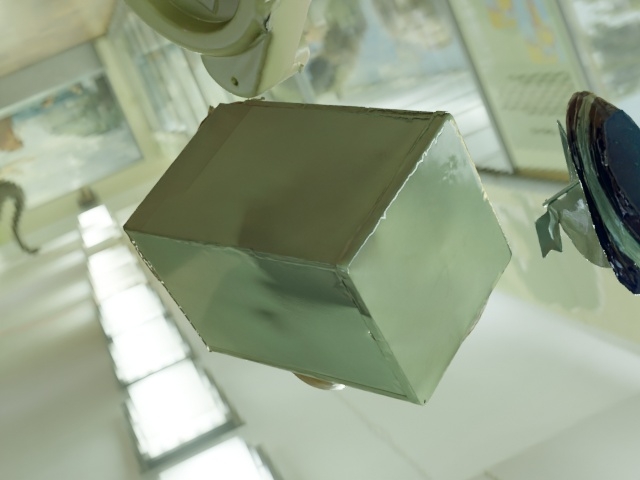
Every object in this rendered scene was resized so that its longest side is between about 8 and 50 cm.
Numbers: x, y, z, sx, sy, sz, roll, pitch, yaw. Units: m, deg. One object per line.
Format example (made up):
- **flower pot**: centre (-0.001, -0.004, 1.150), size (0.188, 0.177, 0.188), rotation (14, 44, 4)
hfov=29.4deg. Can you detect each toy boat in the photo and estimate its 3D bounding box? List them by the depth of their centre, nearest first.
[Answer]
- **toy boat**: centre (0.288, -0.061, 1.331), size (0.070, 0.210, 0.291), rotation (-12, -167, -11)

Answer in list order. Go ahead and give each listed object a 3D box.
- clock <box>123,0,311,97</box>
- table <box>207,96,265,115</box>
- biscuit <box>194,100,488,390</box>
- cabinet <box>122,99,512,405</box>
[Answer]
- **clock**: centre (-0.129, -0.330, 1.291), size (0.114, 0.309, 0.284), rotation (-37, 158, -36)
- **table**: centre (-0.116, -0.165, 1.766), size (0.083, 0.062, 0.079), rotation (-10, -156, 3)
- **biscuit**: centre (0.009, -0.008, 1.357), size (0.359, 0.381, 0.074), rotation (-46, 177, -39)
- **cabinet**: centre (0.000, 0.000, 0.880), size (0.206, 0.145, 0.150), rotation (9, -128, 38)
